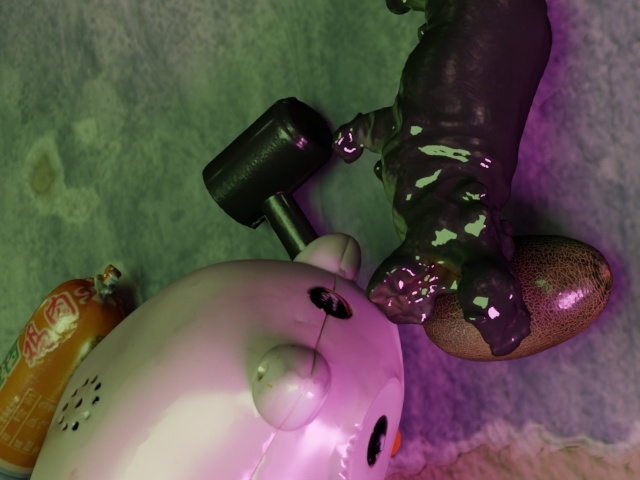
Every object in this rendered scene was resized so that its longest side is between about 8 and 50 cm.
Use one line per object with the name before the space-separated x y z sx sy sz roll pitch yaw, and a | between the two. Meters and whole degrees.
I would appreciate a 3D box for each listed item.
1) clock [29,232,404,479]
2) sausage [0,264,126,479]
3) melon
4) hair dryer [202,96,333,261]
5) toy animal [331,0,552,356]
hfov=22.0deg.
clock | -0.093 0.184 1.300 0.251 0.368 0.376 26 115 -4
sausage | -0.276 0.151 1.595 0.093 0.093 0.312 45 112 28
melon | 0.154 0.044 1.298 0.162 0.099 0.099 -14 80 28
hair dryer | -0.001 0.001 1.431 0.114 0.070 0.248 -41 70 26
toy animal | 0.098 -0.060 1.283 0.168 0.106 0.343 -14 56 34
